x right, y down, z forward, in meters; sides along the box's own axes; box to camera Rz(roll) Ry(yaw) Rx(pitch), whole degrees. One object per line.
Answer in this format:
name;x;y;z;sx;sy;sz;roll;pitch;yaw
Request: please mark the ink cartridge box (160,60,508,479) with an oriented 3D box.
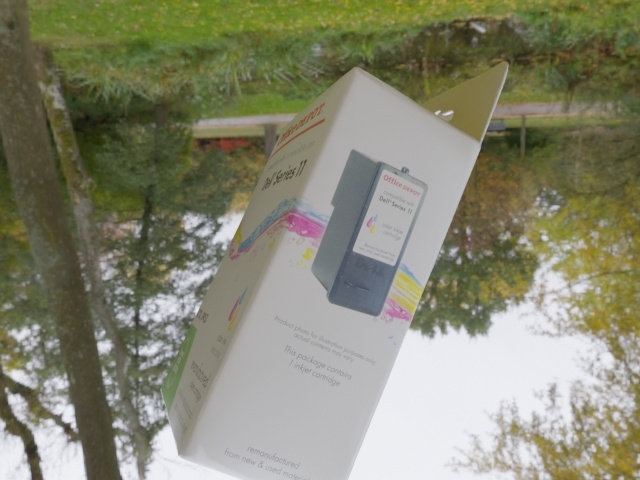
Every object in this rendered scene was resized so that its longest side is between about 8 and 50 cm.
ink cartridge box;0.000;0.000;0.484;0.119;0.353;0.207;27;169;-16
